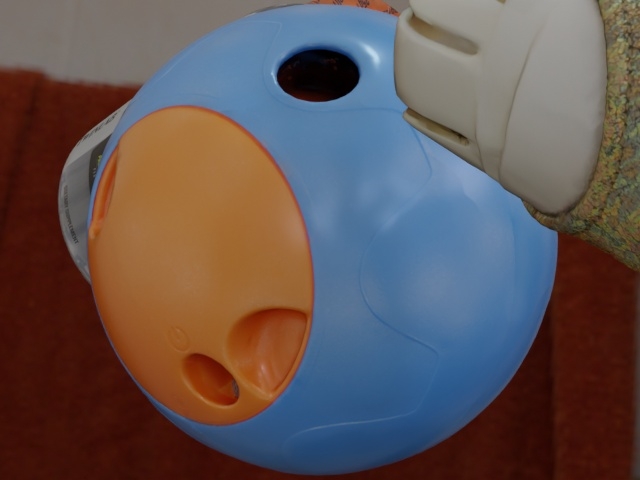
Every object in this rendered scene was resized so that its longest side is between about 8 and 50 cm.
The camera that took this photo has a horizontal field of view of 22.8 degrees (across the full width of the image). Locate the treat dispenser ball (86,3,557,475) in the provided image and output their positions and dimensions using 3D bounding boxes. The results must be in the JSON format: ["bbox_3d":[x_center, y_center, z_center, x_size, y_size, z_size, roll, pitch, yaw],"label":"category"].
[{"bbox_3d":[0.000,0.000,0.979,0.288,0.288,0.288,7,-8,1],"label":"treat dispenser ball"}]

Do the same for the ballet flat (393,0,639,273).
[{"bbox_3d":[0.067,-0.092,0.576,0.123,0.348,0.123,-10,-46,-10],"label":"ballet flat"}]

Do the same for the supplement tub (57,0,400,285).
[{"bbox_3d":[-0.060,-0.068,1.361,0.207,0.207,0.338,14,-28,-36],"label":"supplement tub"}]
